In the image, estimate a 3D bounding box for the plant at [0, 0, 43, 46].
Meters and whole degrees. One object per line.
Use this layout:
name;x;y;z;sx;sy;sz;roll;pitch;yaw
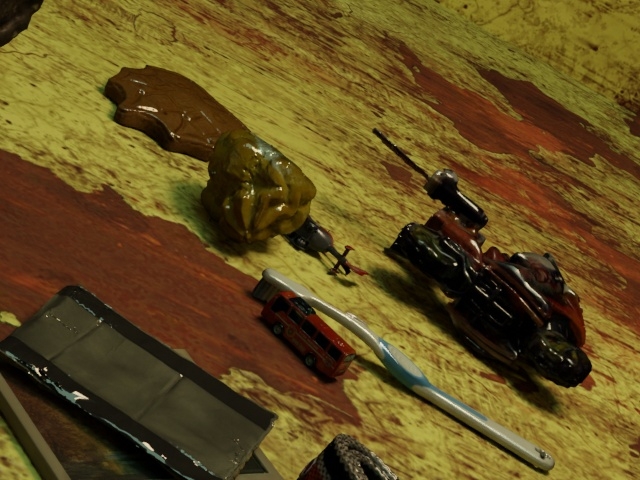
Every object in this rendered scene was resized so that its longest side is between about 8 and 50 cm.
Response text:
plant;-0.476;-0.360;1.812;0.320;0.194;0.181;42;11;11

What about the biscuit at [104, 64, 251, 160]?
biscuit;-0.185;-0.164;1.959;0.182;0.034;0.215;41;23;20

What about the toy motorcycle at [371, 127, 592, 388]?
toy motorcycle;0.187;0.025;1.936;0.401;0.134;0.207;39;22;11

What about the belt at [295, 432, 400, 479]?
belt;0.084;0.307;1.253;0.126;0.094;0.359;17;28;-45

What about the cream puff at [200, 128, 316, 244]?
cream puff;-0.079;-0.052;1.782;0.146;0.116;0.146;34;-8;6

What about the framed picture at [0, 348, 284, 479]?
framed picture;-0.163;0.156;1.339;0.250;0.016;0.184;7;34;-48

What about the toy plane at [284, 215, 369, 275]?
toy plane;0.000;0.000;1.863;0.145;0.037;0.060;41;13;30

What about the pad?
pad;-0.158;0.128;1.357;0.233;0.022;0.174;32;23;3

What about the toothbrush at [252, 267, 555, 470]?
toothbrush;0.097;0.141;1.693;0.386;0.040;0.040;31;22;-4

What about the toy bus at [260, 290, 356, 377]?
toy bus;-0.013;0.097;1.629;0.110;0.043;0.031;42;24;22
